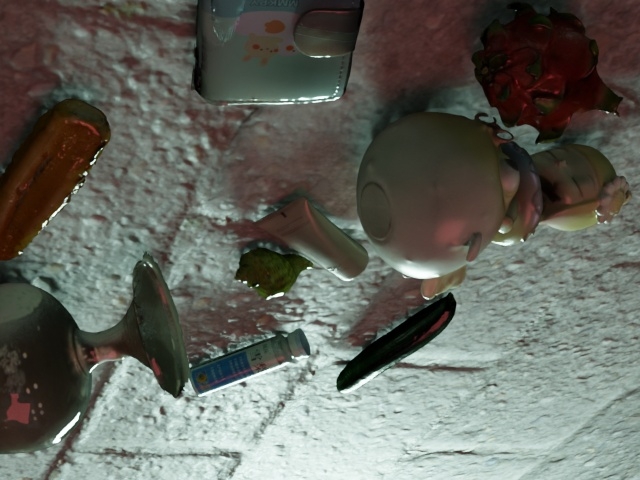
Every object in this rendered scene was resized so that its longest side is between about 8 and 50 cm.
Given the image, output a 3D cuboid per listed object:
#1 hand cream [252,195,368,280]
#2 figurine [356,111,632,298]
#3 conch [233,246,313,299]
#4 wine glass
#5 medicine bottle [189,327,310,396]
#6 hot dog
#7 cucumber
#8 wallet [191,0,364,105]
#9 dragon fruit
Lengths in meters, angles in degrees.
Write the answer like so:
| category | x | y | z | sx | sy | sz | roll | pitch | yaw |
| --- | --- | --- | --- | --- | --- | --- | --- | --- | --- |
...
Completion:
| category | x | y | z | sx | sy | sz | roll | pitch | yaw |
| --- | --- | --- | --- | --- | --- | --- | --- | --- | --- |
| hand cream | 0.000 | 0.000 | 1.657 | 0.087 | 0.054 | 0.186 | -27 | 138 | 28 |
| figurine | 0.223 | -0.042 | 1.560 | 0.394 | 0.226 | 0.274 | -9 | 135 | -31 |
| conch | -0.070 | 0.043 | 1.694 | 0.121 | 0.074 | 0.089 | -12 | -177 | -34 |
| wine glass | -0.355 | 0.154 | 1.604 | 0.323 | 0.238 | 0.238 | -13 | 146 | 3 |
| medicine bottle | -0.111 | 0.188 | 1.888 | 0.191 | 0.051 | 0.051 | -20 | 146 | 12 |
| hot dog | -0.329 | -0.068 | 1.427 | 0.083 | 0.068 | 0.289 | 32 | 134 | -18 |
| cucumber | 0.117 | 0.170 | 1.940 | 0.056 | 0.056 | 0.284 | 18 | 135 | -38 |
| wallet | -0.042 | -0.241 | 1.263 | 0.176 | 0.075 | 0.250 | -2 | 146 | -10 |
| dragon fruit | 0.268 | -0.182 | 1.402 | 0.135 | 0.137 | 0.236 | -43 | 138 | 19 |
